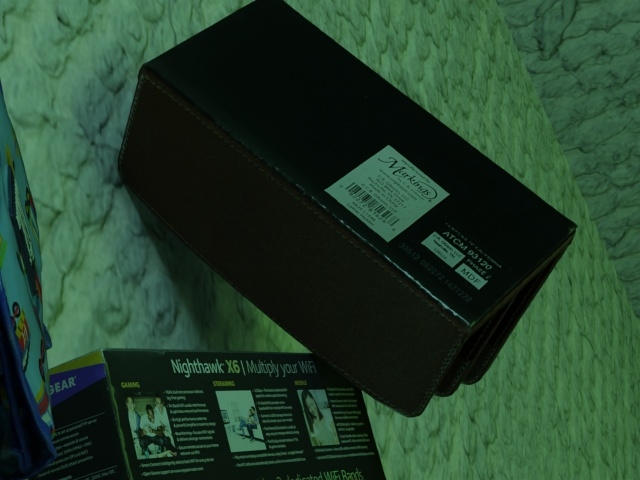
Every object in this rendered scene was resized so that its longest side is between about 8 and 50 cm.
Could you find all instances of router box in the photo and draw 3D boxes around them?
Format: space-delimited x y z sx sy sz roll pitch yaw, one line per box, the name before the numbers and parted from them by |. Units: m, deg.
router box | -0.055 0.200 1.017 0.309 0.081 0.242 9 63 -58

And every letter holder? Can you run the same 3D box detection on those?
letter holder | 0.000 0.000 1.140 0.302 0.214 0.152 39 48 14

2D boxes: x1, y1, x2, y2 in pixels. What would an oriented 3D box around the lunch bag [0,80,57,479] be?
lunch bag | -0.215 -0.023 0.784 0.293 0.138 0.221 69 2 -45
